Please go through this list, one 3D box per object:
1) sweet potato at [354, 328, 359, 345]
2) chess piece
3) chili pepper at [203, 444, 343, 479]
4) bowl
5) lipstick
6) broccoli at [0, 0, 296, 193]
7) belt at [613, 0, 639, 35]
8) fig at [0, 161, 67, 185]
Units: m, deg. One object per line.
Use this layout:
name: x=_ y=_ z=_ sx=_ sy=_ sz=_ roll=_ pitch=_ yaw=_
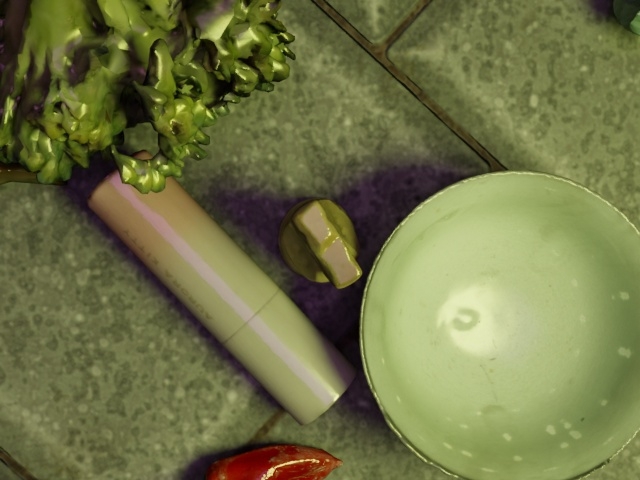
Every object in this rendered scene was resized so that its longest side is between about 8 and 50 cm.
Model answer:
sweet potato: x=0.096 y=0.145 z=0.919 sx=0.041 sy=0.038 sz=0.153 roll=-40 pitch=102 yaw=22
chess piece: x=0.000 y=0.000 z=0.829 sx=0.090 sy=0.200 sz=0.090 roll=0 pitch=91 yaw=-3
chili pepper: x=-0.068 y=0.255 z=0.904 sx=0.191 sy=0.050 sz=0.059 roll=-6 pitch=88 yaw=-15
bowl: x=0.186 y=0.087 z=0.869 sx=0.314 sy=0.146 sz=0.313 roll=0 pitch=90 yaw=-5
lipstick: x=-0.103 y=0.050 z=0.880 sx=0.087 sy=0.087 sz=0.327 roll=-44 pitch=92 yaw=-2
broccoli: x=-0.196 y=-0.215 z=0.801 sx=0.335 sy=0.272 sz=0.323 roll=-7 pitch=107 yaw=0
belt: x=0.379 y=-0.310 z=0.875 sx=0.078 sy=0.151 sz=0.198 roll=16 pitch=99 yaw=-8
fig: x=-0.436 y=-0.047 z=0.820 sx=0.369 sy=0.286 sz=0.286 roll=0 pitch=91 yaw=-34
